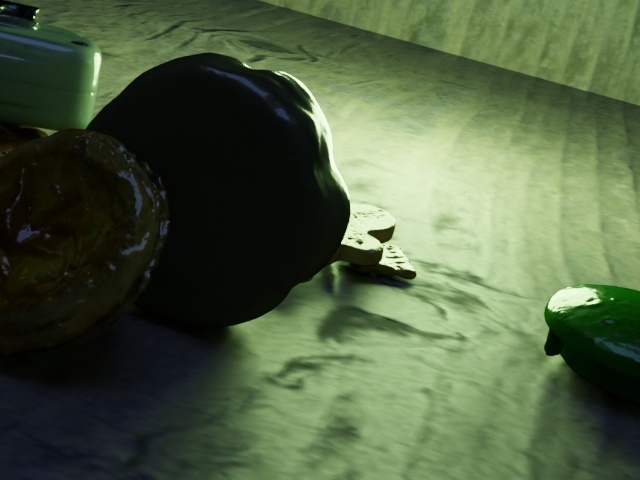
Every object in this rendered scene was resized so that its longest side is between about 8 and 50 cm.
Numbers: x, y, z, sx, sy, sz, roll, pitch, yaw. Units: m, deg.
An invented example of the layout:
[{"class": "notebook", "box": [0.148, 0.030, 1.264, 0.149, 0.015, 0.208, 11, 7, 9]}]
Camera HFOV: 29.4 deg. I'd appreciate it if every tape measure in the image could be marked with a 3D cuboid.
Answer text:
[{"class": "tape measure", "box": [-0.384, -0.213, 1.420, 0.243, 0.125, 0.246, 10, 15, -19]}]

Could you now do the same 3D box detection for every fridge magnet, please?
[{"class": "fridge magnet", "box": [0.339, 0.108, 1.305, 0.208, 0.088, 0.208, 11, 19, -4]}]

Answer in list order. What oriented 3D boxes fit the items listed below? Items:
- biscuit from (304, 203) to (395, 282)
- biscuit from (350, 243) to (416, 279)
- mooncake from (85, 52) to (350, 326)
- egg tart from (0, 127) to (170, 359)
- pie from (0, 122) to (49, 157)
[{"class": "biscuit", "box": [0.000, 0.000, 1.420, 0.153, 0.030, 0.234, 24, 28, 33]}, {"class": "biscuit", "box": [0.068, 0.022, 1.463, 0.081, 0.018, 0.083, 8, 21, -16]}, {"class": "mooncake", "box": [-0.102, -0.050, 1.187, 0.275, 0.275, 0.135, 21, 17, 19]}, {"class": "egg tart", "box": [-0.236, 0.010, 1.087, 0.241, 0.241, 0.106, 28, -19, 35]}, {"class": "pie", "box": [-0.462, -0.106, 1.368, 0.339, 0.083, 0.339, 13, 17, -4]}]
